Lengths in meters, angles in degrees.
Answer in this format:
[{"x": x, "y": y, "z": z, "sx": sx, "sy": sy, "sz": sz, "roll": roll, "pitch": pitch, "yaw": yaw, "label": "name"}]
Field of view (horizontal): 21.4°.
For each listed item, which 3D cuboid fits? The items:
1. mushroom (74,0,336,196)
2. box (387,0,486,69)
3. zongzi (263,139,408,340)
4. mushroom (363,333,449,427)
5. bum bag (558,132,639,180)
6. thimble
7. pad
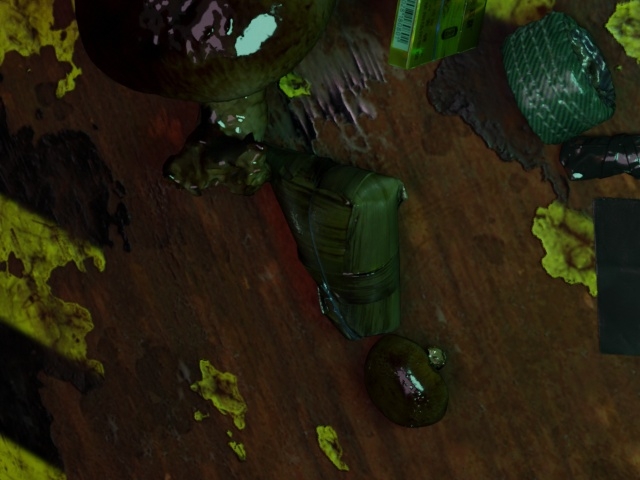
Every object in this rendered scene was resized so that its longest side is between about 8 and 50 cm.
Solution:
[{"x": -0.107, "y": -0.266, "z": 2.023, "sx": 0.356, "sy": 0.334, "sz": 0.331, "roll": 40, "pitch": 154, "yaw": -28, "label": "mushroom"}, {"x": 0.139, "y": -0.266, "z": 1.912, "sx": 0.030, "sy": 0.193, "sz": 0.121, "roll": 20, "pitch": 113, "yaw": 25, "label": "box"}, {"x": 0.000, "y": 0.000, "z": 2.125, "sx": 0.242, "sy": 0.112, "sz": 0.221, "roll": 21, "pitch": 123, "yaw": 43, "label": "zongzi"}, {"x": 0.108, "y": 0.178, "z": 2.126, "sx": 0.127, "sy": 0.087, "sz": 0.127, "roll": 29, "pitch": 132, "yaw": 37, "label": "mushroom"}, {"x": 0.334, "y": -0.096, "z": 1.948, "sx": 0.124, "sy": 0.034, "sz": 0.058, "roll": -2, "pitch": 89, "yaw": 28, "label": "bum bag"}, {"x": 0.269, "y": -0.183, "z": 1.912, "sx": 0.090, "sy": 0.118, "sz": 0.135, "roll": -26, "pitch": 75, "yaw": 26, "label": "thimble"}, {"x": 0.377, "y": 0.044, "z": 1.980, "sx": 0.116, "sy": 0.004, "sz": 0.193, "roll": 1, "pitch": 104, "yaw": 28, "label": "pad"}]
